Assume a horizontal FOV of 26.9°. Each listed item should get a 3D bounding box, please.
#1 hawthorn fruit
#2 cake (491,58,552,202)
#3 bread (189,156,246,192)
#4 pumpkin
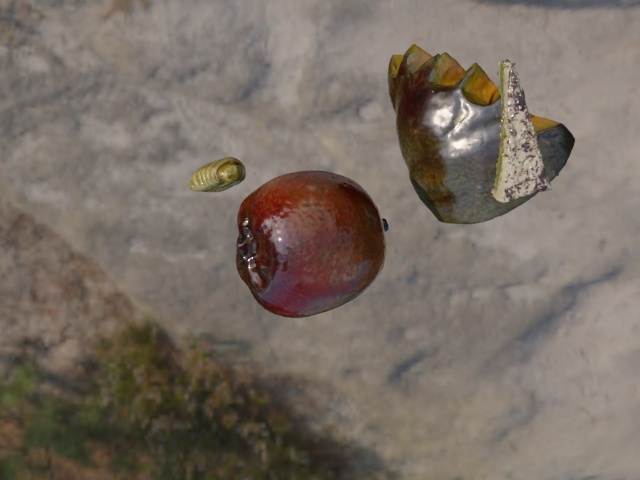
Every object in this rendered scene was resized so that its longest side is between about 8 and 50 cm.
[{"bbox_3d":[0.000,0.000,1.479,0.188,0.169,0.169,-8,144,-24],"label":"hawthorn fruit"},{"bbox_3d":[0.196,-0.106,1.298,0.055,0.051,0.140,-1,104,-2],"label":"cake"},{"bbox_3d":[-0.117,-0.075,1.530,0.049,0.034,0.088,-7,176,-25],"label":"bread"},{"bbox_3d":[0.134,-0.116,1.494,0.254,0.149,0.130,23,167,45],"label":"pumpkin"}]
